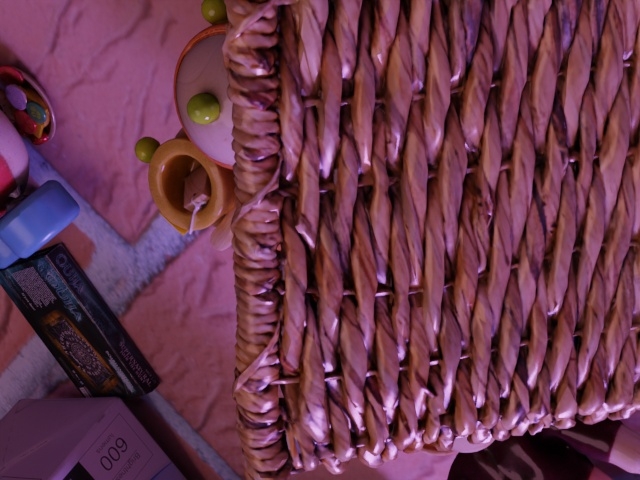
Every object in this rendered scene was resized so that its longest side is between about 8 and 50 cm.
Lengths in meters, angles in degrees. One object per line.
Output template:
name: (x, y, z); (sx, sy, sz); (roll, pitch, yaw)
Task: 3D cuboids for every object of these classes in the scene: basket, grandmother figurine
basket: (0.044, -0.068, 0.504); (0.213, 0.223, 0.299); (-123, 29, -60)
grandmother figurine: (0.177, 0.197, 0.792); (0.342, 0.104, 0.208); (45, 113, 3)

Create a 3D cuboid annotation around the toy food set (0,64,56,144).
toy food set: (-0.274, -0.123, 0.946); (0.083, 0.020, 0.082); (40, 141, 6)

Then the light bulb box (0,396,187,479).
light bulb box: (-0.287, 0.423, 1.158); (0.225, 0.358, 0.361); (-9, 123, 45)

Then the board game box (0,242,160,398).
board game box: (-0.264, 0.094, 1.123); (0.126, 0.026, 0.186); (-14, 114, 46)

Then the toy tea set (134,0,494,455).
toy tea set: (0.000, 0.000, 0.687); (0.336, 0.124, 0.200); (41, 124, 14)

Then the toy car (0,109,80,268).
toy car: (-0.386, -0.029, 0.930); (0.219, 0.238, 0.210); (52, 155, -12)
